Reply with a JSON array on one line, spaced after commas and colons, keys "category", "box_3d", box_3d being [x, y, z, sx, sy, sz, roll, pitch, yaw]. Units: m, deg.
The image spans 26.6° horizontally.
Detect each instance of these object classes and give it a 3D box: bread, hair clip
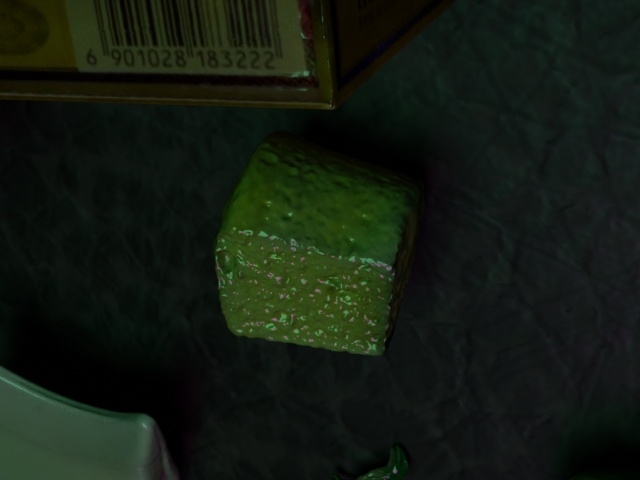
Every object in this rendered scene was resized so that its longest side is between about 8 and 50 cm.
[{"category": "bread", "box_3d": [0.000, 0.000, 0.820, 0.114, 0.111, 0.129, 16, 143, 11]}, {"category": "hair clip", "box_3d": [-0.194, 0.196, 1.016, 0.172, 0.113, 0.282, 19, 116, 15]}]

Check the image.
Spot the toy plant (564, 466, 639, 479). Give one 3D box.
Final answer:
[{"category": "toy plant", "box_3d": [0.246, 0.273, 0.816, 0.316, 0.184, 0.224, 45, 143, 11]}]

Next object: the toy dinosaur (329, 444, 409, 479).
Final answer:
[{"category": "toy dinosaur", "box_3d": [0.037, 0.196, 0.953, 0.060, 0.029, 0.120, 0, 117, 8]}]

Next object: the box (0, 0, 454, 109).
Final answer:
[{"category": "box", "box_3d": [-0.098, -0.142, 0.743, 0.301, 0.193, 0.084, 4, 115, 23]}]
